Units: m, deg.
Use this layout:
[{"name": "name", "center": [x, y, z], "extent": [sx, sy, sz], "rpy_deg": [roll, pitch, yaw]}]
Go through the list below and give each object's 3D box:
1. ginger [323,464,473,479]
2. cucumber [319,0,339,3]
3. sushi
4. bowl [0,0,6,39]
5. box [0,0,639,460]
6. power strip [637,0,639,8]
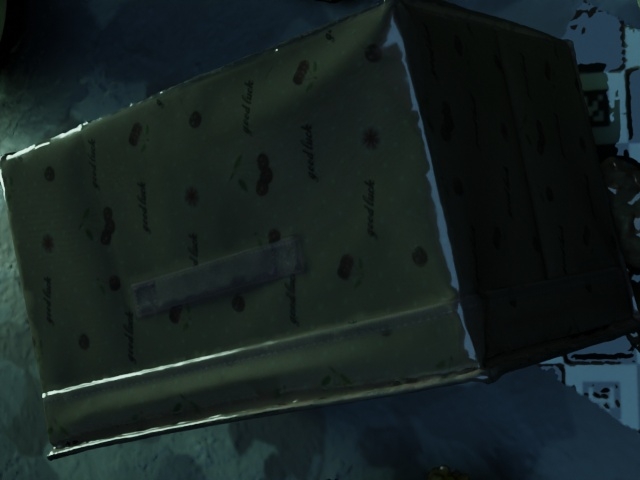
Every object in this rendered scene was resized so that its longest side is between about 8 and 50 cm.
[{"name": "ginger", "center": [0.125, 0.284, 0.725], "extent": [0.375, 0.166, 0.236], "rpy_deg": [22, 89, 27]}, {"name": "cucumber", "center": [-0.009, -0.204, 0.845], "extent": [0.220, 0.046, 0.070], "rpy_deg": [19, 99, 23]}, {"name": "sushi", "center": [0.197, -0.003, 0.754], "extent": [0.231, 0.047, 0.219], "rpy_deg": [34, 103, 20]}, {"name": "bowl", "center": [-0.337, -0.184, 0.939], "extent": [0.238, 0.126, 0.238], "rpy_deg": [0, 90, 22]}, {"name": "box", "center": [0.000, 0.000, 0.718], "extent": [0.297, 0.225, 0.190], "rpy_deg": [-14, 84, 33]}, {"name": "power strip", "center": [0.243, -0.088, 0.666], "extent": [0.118, 0.046, 0.270], "rpy_deg": [128, 138, -55]}]
